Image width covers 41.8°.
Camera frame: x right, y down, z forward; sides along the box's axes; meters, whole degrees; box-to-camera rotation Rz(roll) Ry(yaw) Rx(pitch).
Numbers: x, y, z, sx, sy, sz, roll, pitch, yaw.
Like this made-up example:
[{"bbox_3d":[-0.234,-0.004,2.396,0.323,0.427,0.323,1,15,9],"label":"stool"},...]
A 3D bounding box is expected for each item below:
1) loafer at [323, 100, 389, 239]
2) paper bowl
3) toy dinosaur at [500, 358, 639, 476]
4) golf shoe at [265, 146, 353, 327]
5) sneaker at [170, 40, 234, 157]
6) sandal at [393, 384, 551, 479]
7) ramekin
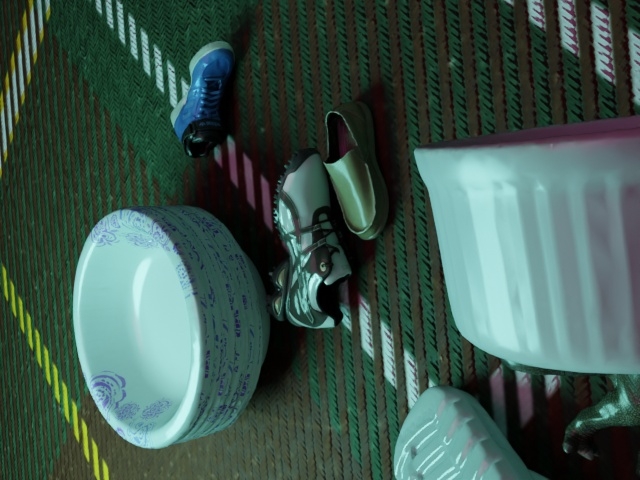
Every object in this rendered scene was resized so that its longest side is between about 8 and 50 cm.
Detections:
[{"bbox_3d":[0.031,-0.072,0.868,0.056,0.050,0.148,-18,80,45],"label":"loafer"},{"bbox_3d":[-0.172,0.098,1.021,0.284,0.148,0.285,4,95,45],"label":"paper bowl"},{"bbox_3d":[0.274,0.111,0.606,0.313,0.121,0.160,27,100,47],"label":"toy dinosaur"},{"bbox_3d":[0.000,0.000,0.899,0.093,0.077,0.198,15,111,33],"label":"golf shoe"},{"bbox_3d":[-0.136,-0.165,1.027,0.152,0.058,0.085,-51,52,40],"label":"sneaker"},{"bbox_3d":[0.171,0.271,0.661,0.416,0.102,0.169,-108,38,-52],"label":"sandal"},{"bbox_3d":[0.205,-0.012,0.540,0.277,0.277,0.135,-1,99,46],"label":"ramekin"}]
